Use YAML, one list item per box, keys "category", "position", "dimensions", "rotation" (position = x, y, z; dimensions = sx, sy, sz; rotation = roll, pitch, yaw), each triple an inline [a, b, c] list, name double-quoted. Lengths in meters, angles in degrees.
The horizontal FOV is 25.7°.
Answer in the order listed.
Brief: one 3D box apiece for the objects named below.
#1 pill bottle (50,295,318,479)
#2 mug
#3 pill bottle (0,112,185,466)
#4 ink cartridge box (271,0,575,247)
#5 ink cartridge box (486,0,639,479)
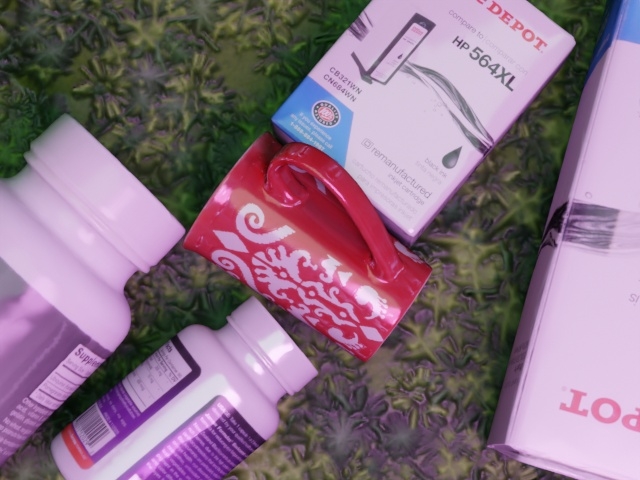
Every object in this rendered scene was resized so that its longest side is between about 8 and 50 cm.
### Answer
- category: "pill bottle"
  position: [-0.100, 0.133, 1.076]
  dimensions: [0.193, 0.108, 0.108]
  rotation: [-40, 84, -4]
- category: "mug"
  position: [-0.006, 0.008, 1.075]
  dimensions: [0.169, 0.150, 0.113]
  rotation: [37, 83, 1]
- category: "pill bottle"
  position: [-0.256, 0.062, 1.053]
  dimensions: [0.176, 0.176, 0.318]
  rotation: [43, 85, 6]
- category: "ink cartridge box"
  position: [0.080, -0.120, 1.117]
  dimensions: [0.148, 0.086, 0.203]
  rotation: [39, 86, 5]
- category: "ink cartridge box"
  position: [0.314, 0.011, 1.056]
  dimensions: [0.285, 0.166, 0.395]
  rotation: [16, 82, 3]
